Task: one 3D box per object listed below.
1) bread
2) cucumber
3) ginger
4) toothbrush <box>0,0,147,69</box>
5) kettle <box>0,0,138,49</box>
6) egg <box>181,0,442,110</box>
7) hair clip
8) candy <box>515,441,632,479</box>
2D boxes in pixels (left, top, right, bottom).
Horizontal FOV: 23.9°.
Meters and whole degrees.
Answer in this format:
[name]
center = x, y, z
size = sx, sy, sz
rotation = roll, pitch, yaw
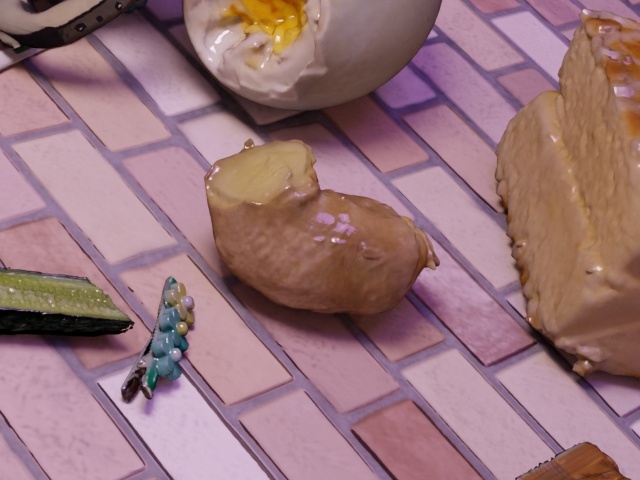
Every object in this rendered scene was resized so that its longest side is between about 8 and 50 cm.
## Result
[bread]
center = 0.430, -0.035, 1.699
size = 0.390, 0.279, 0.371
rotation = 11, 39, -14
[cucumber]
center = -0.287, 0.058, 1.396
size = 0.220, 0.046, 0.070
rotation = 6, 41, -24
[ginger]
center = 0.000, 0.000, 1.538
size = 0.267, 0.152, 0.138
rotation = 28, 9, -25
[toothbrush]
center = -0.296, -0.242, 1.735
size = 0.030, 0.030, 0.304
rotation = 38, 41, 15
[kettle]
center = -0.275, -0.363, 1.683
size = 0.228, 0.324, 0.321
rotation = 34, 29, -57
[egg]
center = 0.004, -0.303, 1.766
size = 0.278, 0.278, 0.336
rotation = 35, 38, 12
[hair clip]
center = -0.146, 0.093, 1.438
size = 0.049, 0.049, 0.173
rotation = 21, 38, -5
[candy]
center = 0.292, 0.296, 1.398
size = 0.143, 0.101, 0.271
rotation = -23, 53, -36
